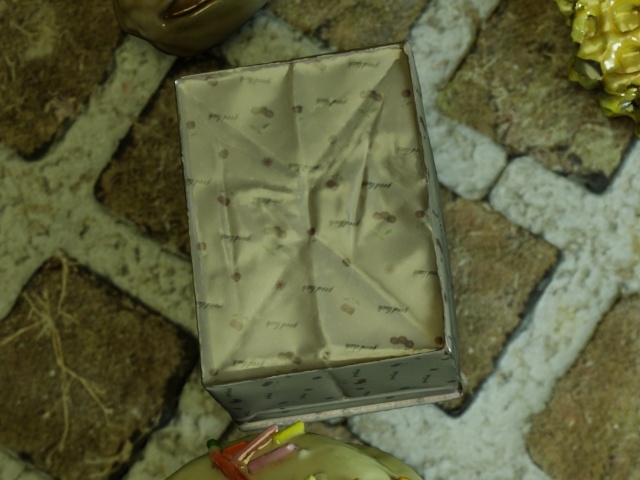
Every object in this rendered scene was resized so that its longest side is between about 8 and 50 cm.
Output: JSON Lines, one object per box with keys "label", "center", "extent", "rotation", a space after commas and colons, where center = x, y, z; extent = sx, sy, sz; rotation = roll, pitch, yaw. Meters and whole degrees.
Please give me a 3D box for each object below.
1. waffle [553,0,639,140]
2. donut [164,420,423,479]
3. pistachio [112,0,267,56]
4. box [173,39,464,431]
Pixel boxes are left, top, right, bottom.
{"label": "waffle", "center": [0.367, -0.218, 1.711], "extent": [0.329, 0.062, 0.329], "rotation": [-2, 76, 8]}
{"label": "donut", "center": [-0.074, 0.313, 1.549], "extent": [0.371, 0.150, 0.307], "rotation": [-55, 36, -9]}
{"label": "pistachio", "center": [-0.110, -0.268, 1.785], "extent": [0.206, 0.131, 0.129], "rotation": [-42, 117, -8]}
{"label": "box", "center": [0.000, 0.000, 1.654], "extent": [0.225, 0.190, 0.297], "rotation": [-9, 75, 6]}
